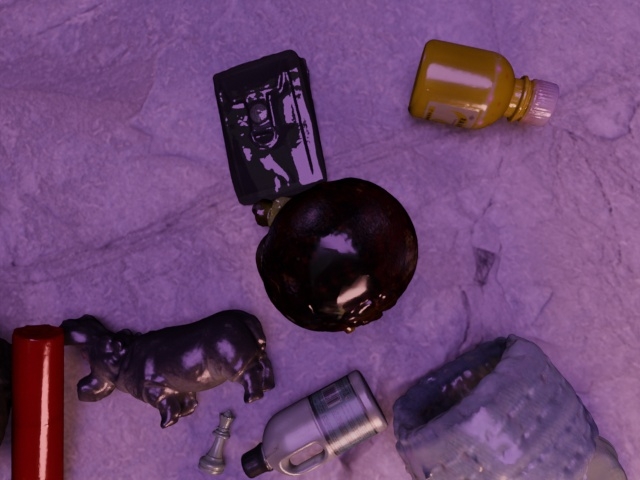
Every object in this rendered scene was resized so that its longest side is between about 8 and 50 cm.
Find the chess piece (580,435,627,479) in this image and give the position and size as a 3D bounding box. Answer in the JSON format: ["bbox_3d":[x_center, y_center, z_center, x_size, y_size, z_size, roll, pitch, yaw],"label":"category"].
[{"bbox_3d":[0.353,0.420,0.638,0.176,0.175,0.298,31,73,6],"label":"chess piece"}]

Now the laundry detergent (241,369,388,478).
[{"bbox_3d":[-0.016,0.294,0.696,0.226,0.070,0.099,-29,89,-2],"label":"laundry detergent"}]

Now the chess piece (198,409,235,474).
[{"bbox_3d":[-0.158,0.314,0.717,0.042,0.042,0.093,17,79,5],"label":"chess piece"}]

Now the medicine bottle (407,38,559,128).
[{"bbox_3d":[0.257,-0.236,0.723,0.213,0.122,0.121,14,84,4],"label":"medicine bottle"}]

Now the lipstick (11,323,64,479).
[{"bbox_3d":[-0.425,0.268,0.685,0.073,0.073,0.279,6,98,4],"label":"lipstick"}]

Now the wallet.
[{"bbox_3d":[-0.085,-0.190,0.774,0.169,0.052,0.245,-12,85,5],"label":"wallet"}]

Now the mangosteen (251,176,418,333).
[{"bbox_3d":[0.000,0.000,0.670,0.231,0.231,0.289,-46,60,-3],"label":"mangosteen"}]

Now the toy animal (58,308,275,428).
[{"bbox_3d":[-0.247,0.195,0.705,0.344,0.106,0.168,-3,83,6],"label":"toy animal"}]

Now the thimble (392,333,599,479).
[{"bbox_3d":[0.224,0.252,0.622,0.250,0.205,0.171,-37,82,3],"label":"thimble"}]

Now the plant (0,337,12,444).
[{"bbox_3d":[-0.591,0.209,0.673,0.215,0.213,0.312,-42,43,-4],"label":"plant"}]
